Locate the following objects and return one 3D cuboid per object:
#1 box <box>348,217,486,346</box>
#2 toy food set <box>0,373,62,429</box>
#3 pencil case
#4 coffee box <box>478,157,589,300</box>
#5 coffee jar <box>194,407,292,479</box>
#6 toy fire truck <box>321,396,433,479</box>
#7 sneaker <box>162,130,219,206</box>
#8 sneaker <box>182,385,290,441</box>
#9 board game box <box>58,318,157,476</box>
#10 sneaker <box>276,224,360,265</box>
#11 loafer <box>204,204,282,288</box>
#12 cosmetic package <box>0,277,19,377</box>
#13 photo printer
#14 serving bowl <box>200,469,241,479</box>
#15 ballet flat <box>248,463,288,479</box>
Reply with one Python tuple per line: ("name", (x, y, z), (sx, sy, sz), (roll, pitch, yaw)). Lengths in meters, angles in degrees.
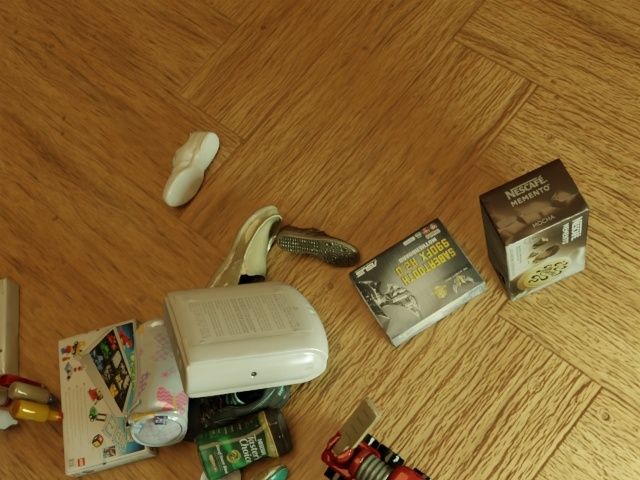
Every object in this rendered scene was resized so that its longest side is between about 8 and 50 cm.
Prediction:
("box", (0.202, 0.087, 1.804), (0.231, 0.056, 0.183), (-31, 62, 0))
("toy food set", (-0.668, 0.364, 1.890), (0.232, 0.104, 0.111), (-21, 56, 39))
("pencil case", (-0.335, 0.292, 1.779), (0.124, 0.113, 0.273), (4, 43, -10))
("coffee box", (0.414, -0.012, 1.657), (0.168, 0.297, 0.119), (-24, 63, 3))
("coffee jar", (-0.152, 0.407, 1.716), (0.184, 0.079, 0.096), (-19, 99, -7))
("toy fire truck", (0.105, 0.409, 1.576), (0.217, 0.246, 0.158), (32, 78, 25))
("sneaker", (-0.330, -0.174, 2.062), (0.094, 0.080, 0.212), (14, 63, 32))
("sneaker", (-0.200, 0.335, 1.771), (0.267, 0.106, 0.101), (-24, 65, 5))
("board game box", (-0.468, 0.341, 1.867), (0.193, 0.053, 0.305), (-16, 63, 8))
("sneaker", (0.000, 0.000, 1.891), (0.188, 0.066, 0.071), (15, 36, 5))
("loafer", (-0.155, 0.048, 1.897), (0.092, 0.102, 0.268), (29, 86, 23))
("cosmetic package", (-0.762, 0.214, 1.998), (0.099, 0.060, 0.239), (-14, 64, 7))
("photo printer", (-0.146, 0.191, 1.737), (0.307, 0.107, 0.256), (-5, 34, -20))
("serving bowl", (-0.200, 0.489, 1.738), (0.083, 0.027, 0.083), (-6, 48, 6))
("ballet flat", (-0.146, 0.519, 1.695), (0.067, 0.073, 0.206), (25, 70, 38))
